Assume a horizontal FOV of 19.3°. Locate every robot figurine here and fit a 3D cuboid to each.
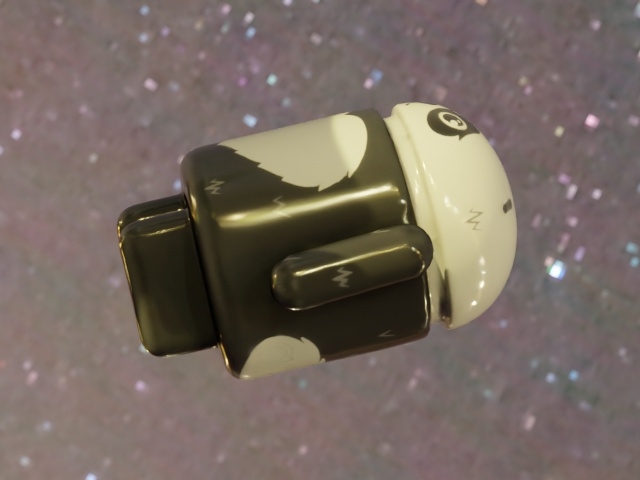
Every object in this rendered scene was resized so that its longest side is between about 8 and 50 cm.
[{"bbox_3d":[-0.001,-0.003,1.327,0.278,0.209,0.173,-13,-38,-4],"label":"robot figurine"}]
